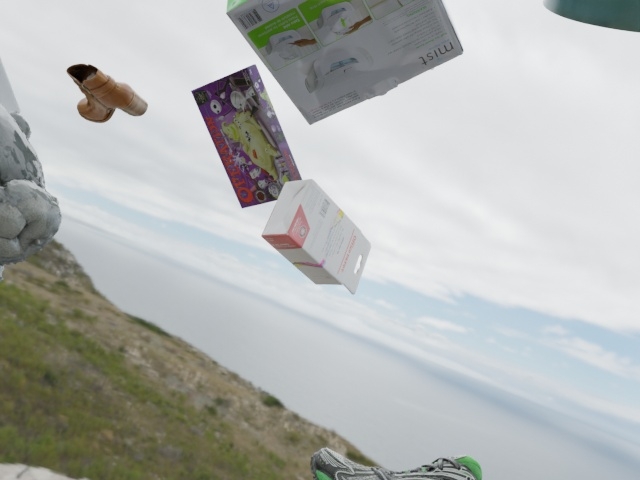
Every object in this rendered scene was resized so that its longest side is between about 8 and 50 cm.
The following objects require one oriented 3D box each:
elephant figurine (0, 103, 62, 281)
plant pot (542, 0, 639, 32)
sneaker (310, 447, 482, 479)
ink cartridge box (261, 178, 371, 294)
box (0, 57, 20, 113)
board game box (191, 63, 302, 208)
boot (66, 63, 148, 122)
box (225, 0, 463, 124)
[{"bbox_3d":[-0.245,-0.077,0.296,0.186,0.169,0.239,30,-28,38],"label":"elephant figurine"},{"bbox_3d":[0.448,-0.407,0.757,0.293,0.235,0.293,-1,33,1],"label":"plant pot"},{"bbox_3d":[0.150,0.368,0.886,0.343,0.146,0.134,17,-12,5],"label":"sneaker"},{"bbox_3d":[0.000,0.000,1.053,0.067,0.115,0.198,-3,-36,41],"label":"ink cartridge box"},{"bbox_3d":[-0.489,-0.171,0.744,0.130,0.091,0.170,5,33,21],"label":"box"},{"bbox_3d":[-0.190,-0.264,1.614,0.208,0.056,0.347,-9,-69,40],"label":"board game box"},{"bbox_3d":[-0.485,-0.319,1.303,0.197,0.073,0.152,0,-17,26],"label":"boot"},{"bbox_3d":[0.038,-0.325,0.877,0.262,0.127,0.231,-22,-43,21],"label":"box"}]
